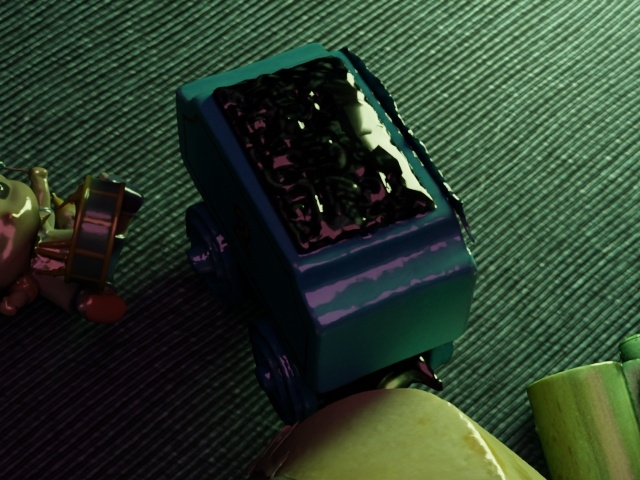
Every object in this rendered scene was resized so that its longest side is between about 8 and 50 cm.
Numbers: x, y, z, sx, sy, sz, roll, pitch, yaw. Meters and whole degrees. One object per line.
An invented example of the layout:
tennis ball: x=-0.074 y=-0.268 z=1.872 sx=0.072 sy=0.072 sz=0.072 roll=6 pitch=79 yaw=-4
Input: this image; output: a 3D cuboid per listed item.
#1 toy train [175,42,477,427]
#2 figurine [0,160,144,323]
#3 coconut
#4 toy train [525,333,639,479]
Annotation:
toy train: x=0.000 y=0.000 z=1.089 sx=0.188 sy=0.265 sz=0.300 roll=-20 pitch=56 yaw=-18
figurine: x=-0.296 y=-0.010 z=1.101 sx=0.275 sy=0.158 sz=0.161 roll=8 pitch=57 yaw=-10
coconut: x=0.059 y=0.277 z=0.976 sx=0.323 sy=0.323 sz=0.323 roll=5 pitch=67 yaw=-11
toy train: x=0.302 y=0.242 z=1.171 sx=0.189 sy=0.126 sz=0.307 roll=-18 pitch=69 yaw=14
